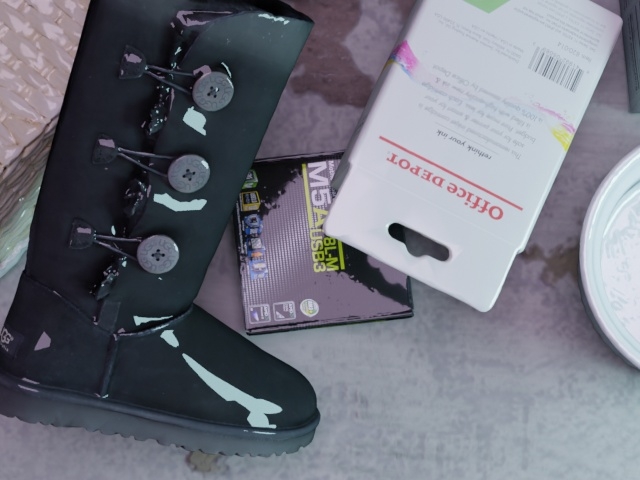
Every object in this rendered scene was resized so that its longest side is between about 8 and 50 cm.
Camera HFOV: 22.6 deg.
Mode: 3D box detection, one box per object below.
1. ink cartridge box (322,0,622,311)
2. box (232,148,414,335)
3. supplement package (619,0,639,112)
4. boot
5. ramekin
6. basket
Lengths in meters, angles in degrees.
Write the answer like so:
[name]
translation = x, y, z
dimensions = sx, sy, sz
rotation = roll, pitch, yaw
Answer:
[ink cartridge box]
translation = 0.148, -0.113, 1.676
dimensions = 0.207, 0.119, 0.353
rotation = 27, 77, -5
[box]
translation = 0.000, 0.000, 1.726
dimensions = 0.184, 0.045, 0.191
rotation = -6, 82, 0
[supplement package]
translation = 0.462, -0.254, 1.708
dimensions = 0.261, 0.145, 0.204
rotation = -3, 82, 0
[boot]
translation = -0.104, -0.025, 1.558
dimensions = 0.367, 0.146, 0.445
rotation = 10, 103, -32
[ramekin]
translation = 0.400, 0.026, 1.676
dimensions = 0.277, 0.135, 0.277
rotation = 0, 82, 0
[basket]
translation = -0.371, -0.181, 1.646
dimensions = 0.331, 0.266, 0.328
rotation = 42, 84, 4
